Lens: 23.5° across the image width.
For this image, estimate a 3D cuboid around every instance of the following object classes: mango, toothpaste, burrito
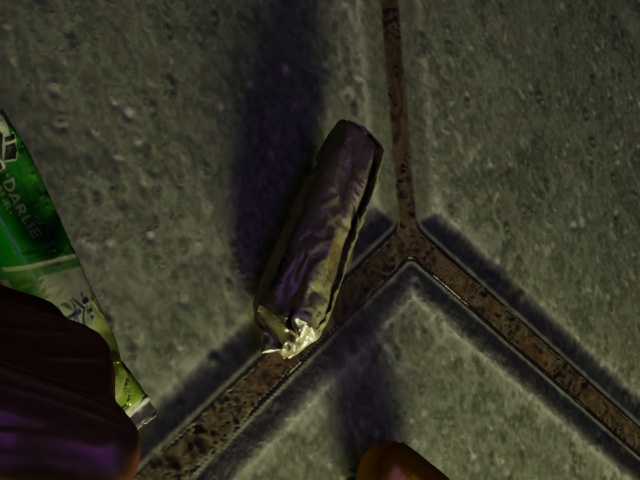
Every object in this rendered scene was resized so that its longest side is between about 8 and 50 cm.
[{"bbox_3d":[0.064,0.190,1.091,0.079,0.057,0.114,-46,115,-36],"label":"mango"},{"bbox_3d":[-0.163,0.015,0.861,0.078,0.047,0.248,-40,116,-44],"label":"toothpaste"},{"bbox_3d":[-0.001,0.001,1.057,0.058,0.045,0.188,30,60,-14],"label":"burrito"}]

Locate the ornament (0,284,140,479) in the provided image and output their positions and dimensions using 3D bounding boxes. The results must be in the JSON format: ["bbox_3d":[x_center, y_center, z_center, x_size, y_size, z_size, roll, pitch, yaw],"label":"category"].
[{"bbox_3d":[-0.229,0.075,0.653,0.218,0.235,0.221,32,44,-37],"label":"ornament"}]
